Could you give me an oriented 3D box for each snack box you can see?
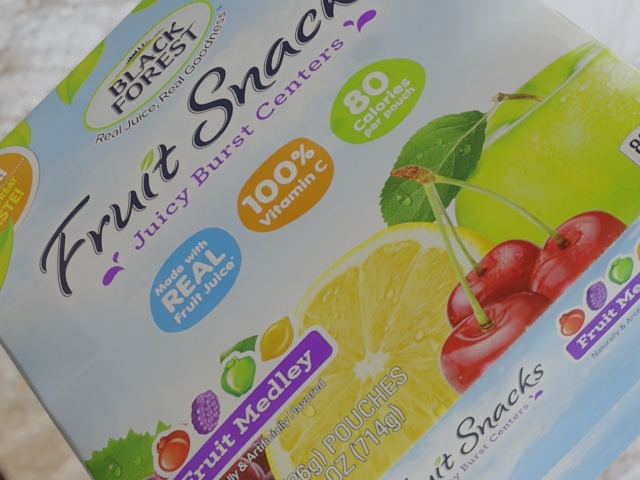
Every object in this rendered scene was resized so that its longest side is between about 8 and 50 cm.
[{"bbox_3d":[0.000,0.000,0.543,0.070,0.174,0.207,44,1,-42],"label":"snack box"}]
